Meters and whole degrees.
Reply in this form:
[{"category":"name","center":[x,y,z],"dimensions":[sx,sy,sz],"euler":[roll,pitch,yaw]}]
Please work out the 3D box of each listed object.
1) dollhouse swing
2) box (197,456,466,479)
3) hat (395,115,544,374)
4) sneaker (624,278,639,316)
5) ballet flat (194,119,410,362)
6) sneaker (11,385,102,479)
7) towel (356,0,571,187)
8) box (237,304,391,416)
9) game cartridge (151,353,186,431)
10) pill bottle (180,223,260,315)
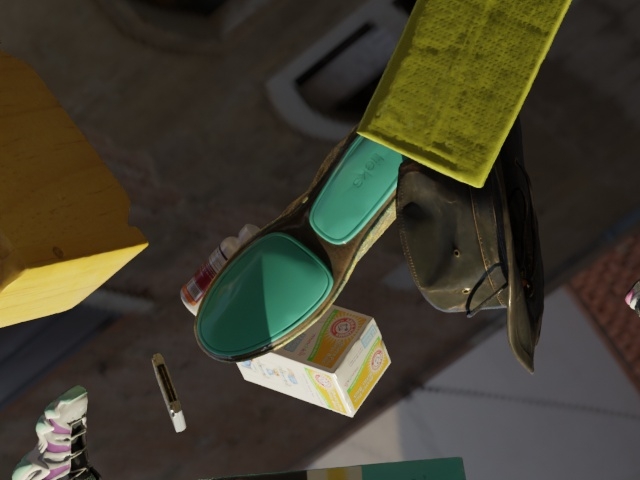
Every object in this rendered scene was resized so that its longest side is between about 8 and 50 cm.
[{"category":"dollhouse swing","center":[-0.458,-0.017,1.857],"dimensions":[0.347,0.305,0.315],"euler":[51,-153,14]},{"category":"box","center":[0.013,0.260,1.460],"dimensions":[0.060,0.244,0.101],"euler":[78,-173,-66]},{"category":"hat","center":[0.150,-0.023,1.661],"dimensions":[0.331,0.134,0.331],"euler":[-4,-90,-75]},{"category":"sneaker","center":[0.510,0.113,2.279],"dimensions":[0.178,0.072,0.077],"euler":[9,-136,-29]},{"category":"ballet flat","center":[0.000,0.000,1.787],"dimensions":[0.123,0.348,0.123],"euler":[39,-168,-10]},{"category":"sneaker","center":[-0.161,0.147,1.072],"dimensions":[0.069,0.098,0.038],"euler":[40,-144,15]},{"category":"towel","center":[0.119,-0.163,1.128],"dimensions":[0.102,0.237,0.021],"euler":[26,-175,14]},{"category":"box","center":[-0.018,0.157,2.317],"dimensions":[0.203,0.114,0.103],"euler":[17,145,35]},{"category":"game cartridge","center":[-0.176,0.179,1.874],"dimensions":[0.056,0.017,0.083],"euler":[93,157,-57]},{"category":"pill bottle","center":[-0.136,0.051,2.444],"dimensions":[0.086,0.152,0.086],"euler":[39,-165,-13]}]
